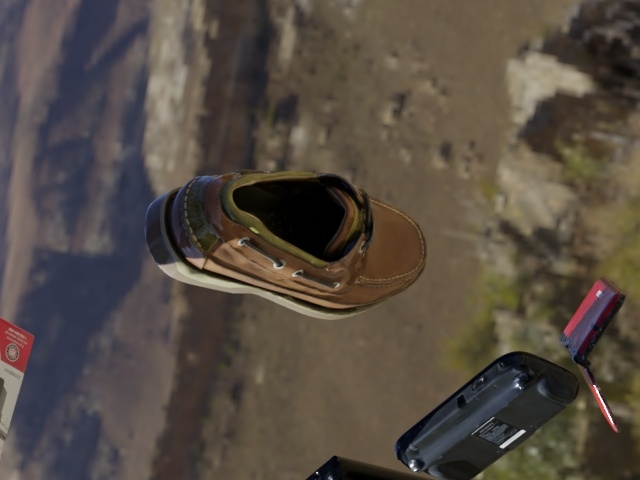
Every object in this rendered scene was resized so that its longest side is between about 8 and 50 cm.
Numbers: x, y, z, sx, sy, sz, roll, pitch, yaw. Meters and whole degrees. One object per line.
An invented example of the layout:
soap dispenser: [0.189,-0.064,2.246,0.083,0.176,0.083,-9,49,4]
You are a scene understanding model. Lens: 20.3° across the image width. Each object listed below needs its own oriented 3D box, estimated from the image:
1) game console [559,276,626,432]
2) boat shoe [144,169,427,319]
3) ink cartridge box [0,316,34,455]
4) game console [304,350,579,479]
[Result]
game console: [0.302,0.116,1.868,0.124,0.085,0.144,-57,2,6]
boat shoe: [0.000,0.000,1.527,0.104,0.307,0.111,-26,71,40]
ink cartridge box: [-0.304,0.129,1.449,0.109,0.063,0.151,39,-123,-54]
game console: [0.130,0.232,1.866,0.361,0.213,0.044,-43,45,33]
